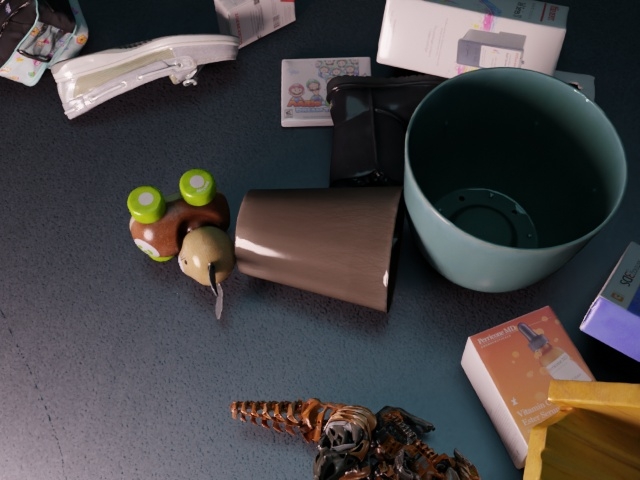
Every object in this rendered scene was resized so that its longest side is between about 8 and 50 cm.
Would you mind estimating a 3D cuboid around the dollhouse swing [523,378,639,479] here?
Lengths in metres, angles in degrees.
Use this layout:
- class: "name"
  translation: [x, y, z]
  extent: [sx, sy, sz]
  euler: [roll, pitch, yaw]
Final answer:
- class: "dollhouse swing"
  translation: [0.428, 0.345, 0.897]
  extent: [0.315, 0.305, 0.346]
  euler: [28, 64, -26]

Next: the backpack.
- class: "backpack"
  translation: [-0.502, -0.365, 1.470]
  extent: [0.188, 0.144, 0.165]
  euler: [-38, 62, 23]

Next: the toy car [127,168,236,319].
- class: "toy car"
  translation: [-0.184, 0.021, 1.236]
  extent: [0.149, 0.155, 0.188]
  euler: [-20, 65, -10]

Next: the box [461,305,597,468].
- class: "box"
  translation: [0.289, 0.197, 1.150]
  extent: [0.130, 0.091, 0.170]
  euler: [-21, 61, -10]

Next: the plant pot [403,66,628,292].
- class: "plant pot"
  translation: [0.254, -0.059, 1.214]
  extent: [0.293, 0.235, 0.292]
  euler: [1, 61, -1]

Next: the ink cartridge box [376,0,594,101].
- class: "ink cartridge box"
  translation: [0.290, -0.334, 1.400]
  extent: [0.354, 0.119, 0.207]
  euler: [15, 28, 10]

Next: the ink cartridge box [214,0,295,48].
- class: "ink cartridge box"
  translation: [-0.117, -0.416, 1.522]
  extent: [0.135, 0.099, 0.056]
  euler: [-31, 63, -16]

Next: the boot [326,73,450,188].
- class: "boot"
  translation: [0.129, -0.160, 1.369]
  extent: [0.247, 0.094, 0.207]
  euler: [0, 68, -11]

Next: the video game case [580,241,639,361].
- class: "video game case"
  translation: [0.506, 0.119, 1.133]
  extent: [0.270, 0.061, 0.244]
  euler: [30, 29, 18]

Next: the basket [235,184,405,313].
- class: "basket"
  translation: [0.000, 0.000, 1.247]
  extent: [0.227, 0.154, 0.204]
  euler: [6, 53, 9]

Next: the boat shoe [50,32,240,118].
- class: "boat shoe"
  translation: [-0.292, -0.292, 1.460]
  extent: [0.321, 0.103, 0.118]
  euler: [-14, 15, -10]

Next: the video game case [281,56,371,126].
- class: "video game case"
  translation: [0.011, -0.259, 1.471]
  extent: [0.157, 0.019, 0.143]
  euler: [-2, 59, 1]

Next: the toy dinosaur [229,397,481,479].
- class: "toy dinosaur"
  translation: [0.037, 0.293, 1.097]
  extent: [0.322, 0.164, 0.218]
  euler: [7, 43, 27]
